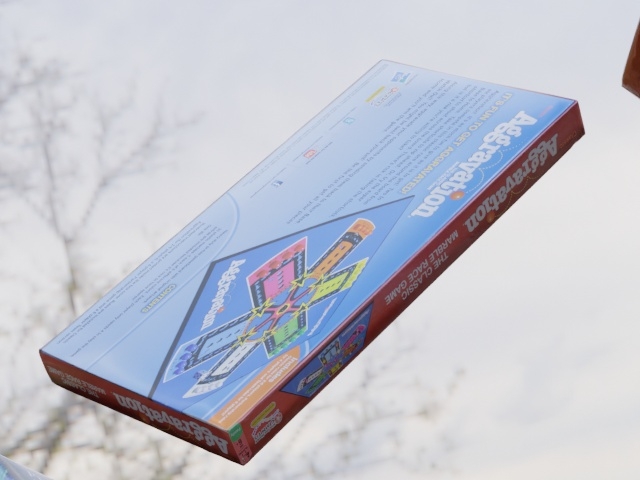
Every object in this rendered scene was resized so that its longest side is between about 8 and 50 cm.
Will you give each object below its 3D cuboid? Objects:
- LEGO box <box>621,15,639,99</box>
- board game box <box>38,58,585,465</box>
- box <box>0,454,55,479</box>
[{"bbox_3d":[0.409,-0.076,0.836,0.193,0.500,0.372,-42,-20,-22],"label":"LEGO box"},{"bbox_3d":[0.000,0.000,1.010,0.145,0.027,0.281,17,48,42],"label":"board game box"},{"bbox_3d":[-0.112,0.351,1.056,0.212,0.395,0.293,32,-89,-36],"label":"box"}]
